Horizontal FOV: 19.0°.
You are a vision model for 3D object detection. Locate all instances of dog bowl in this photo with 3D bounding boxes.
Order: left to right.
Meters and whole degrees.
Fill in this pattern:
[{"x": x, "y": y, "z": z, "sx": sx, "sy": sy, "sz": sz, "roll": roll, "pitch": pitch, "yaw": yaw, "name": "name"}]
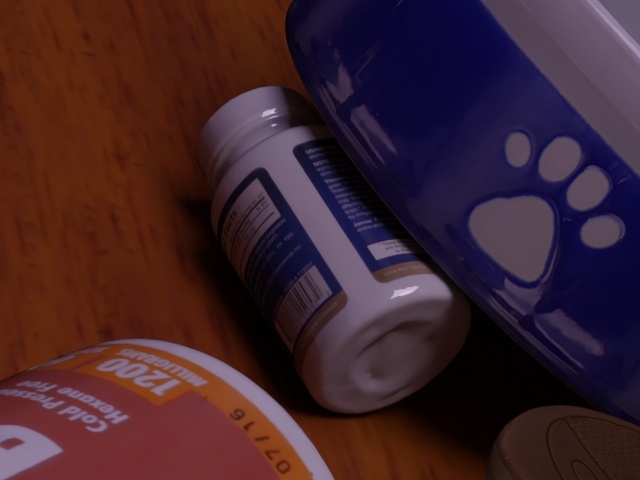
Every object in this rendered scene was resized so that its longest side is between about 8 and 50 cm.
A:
[{"x": 0.114, "y": -0.040, "z": 0.770, "sx": 0.265, "sy": 0.104, "sz": 0.265, "roll": 40, "pitch": 18, "yaw": -16, "name": "dog bowl"}]

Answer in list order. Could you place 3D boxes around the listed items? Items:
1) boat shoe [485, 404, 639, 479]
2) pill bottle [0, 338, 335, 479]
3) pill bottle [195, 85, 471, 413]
[{"x": 0.150, "y": 0.169, "z": 0.603, "sx": 0.285, "sy": 0.089, "sz": 0.104, "roll": 45, "pitch": 36, "yaw": 23, "name": "boat shoe"}, {"x": -0.093, "y": 0.105, "z": 0.425, "sx": 0.121, "sy": 0.121, "sz": 0.216, "roll": 43, "pitch": 32, "yaw": 16, "name": "pill bottle"}, {"x": 0.000, "y": 0.000, "z": 0.711, "sx": 0.067, "sy": 0.067, "sz": 0.120, "roll": 3, "pitch": 42, "yaw": -41, "name": "pill bottle"}]
